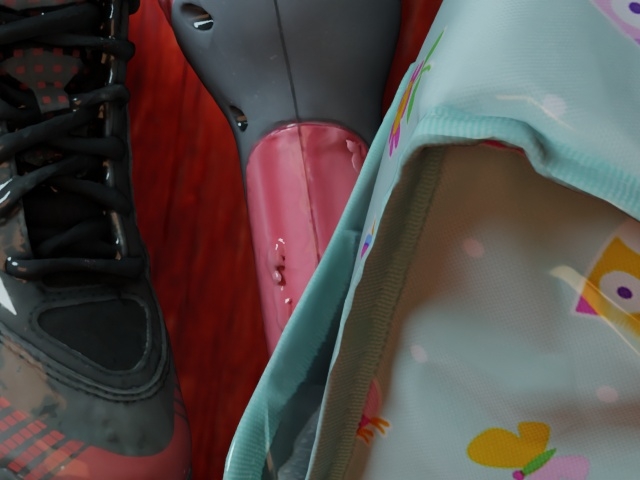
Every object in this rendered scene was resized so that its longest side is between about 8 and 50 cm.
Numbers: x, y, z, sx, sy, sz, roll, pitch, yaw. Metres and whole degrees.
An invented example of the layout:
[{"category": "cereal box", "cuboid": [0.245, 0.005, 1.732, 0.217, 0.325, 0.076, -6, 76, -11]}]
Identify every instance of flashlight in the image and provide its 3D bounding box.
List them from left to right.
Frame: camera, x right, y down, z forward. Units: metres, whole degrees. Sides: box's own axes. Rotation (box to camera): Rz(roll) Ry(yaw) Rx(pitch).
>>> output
[{"category": "flashlight", "cuboid": [0.000, 0.000, 0.602, 0.103, 0.103, 0.304, -10, 88, 52]}]

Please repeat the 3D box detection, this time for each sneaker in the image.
[{"category": "sneaker", "cuboid": [-0.108, -0.031, 0.576, 0.135, 0.097, 0.276, -48, 60, 37]}]

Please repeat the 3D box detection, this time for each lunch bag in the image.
[{"category": "lunch bag", "cuboid": [0.080, 0.014, 0.486, 0.160, 0.223, 0.262, 21, 138, 4]}]
